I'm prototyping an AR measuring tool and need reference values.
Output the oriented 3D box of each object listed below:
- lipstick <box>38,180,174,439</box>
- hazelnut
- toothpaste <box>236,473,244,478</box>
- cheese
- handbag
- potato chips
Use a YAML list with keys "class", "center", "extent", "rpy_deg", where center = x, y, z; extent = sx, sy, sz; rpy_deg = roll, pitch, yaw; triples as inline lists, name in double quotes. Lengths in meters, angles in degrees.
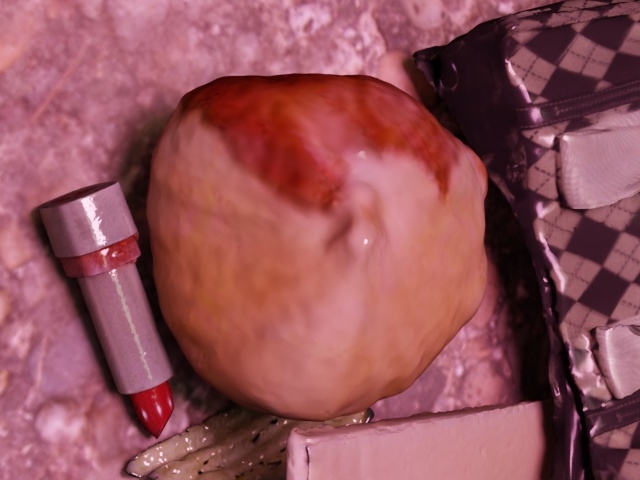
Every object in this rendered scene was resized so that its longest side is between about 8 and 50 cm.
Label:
- class: "lipstick"
  center: [-0.139, 0.053, 1.246]
  extent: [0.057, 0.063, 0.186]
  rpy_deg: [-25, 102, -30]
- class: "hazelnut"
  center: [0.000, 0.000, 1.229]
  extent: [0.261, 0.241, 0.261]
  rpy_deg: [1, 88, -26]
- class: "toothpaste"
  center: [0.000, 0.232, 1.317]
  extent: [0.190, 0.031, 0.048]
  rpy_deg: [32, 64, -19]
- class: "cheese"
  center: [0.103, 0.165, 1.310]
  extent: [0.400, 0.034, 0.085]
  rpy_deg: [2, 88, -53]
- class: "handbag"
  center: [0.267, 0.002, 1.414]
  extent: [0.317, 0.180, 0.416]
  rpy_deg: [-17, 90, -37]
- class: "potato chips"
  center: [-0.042, 0.153, 1.295]
  extent: [0.207, 0.028, 0.092]
  rpy_deg: [-25, 80, -35]
